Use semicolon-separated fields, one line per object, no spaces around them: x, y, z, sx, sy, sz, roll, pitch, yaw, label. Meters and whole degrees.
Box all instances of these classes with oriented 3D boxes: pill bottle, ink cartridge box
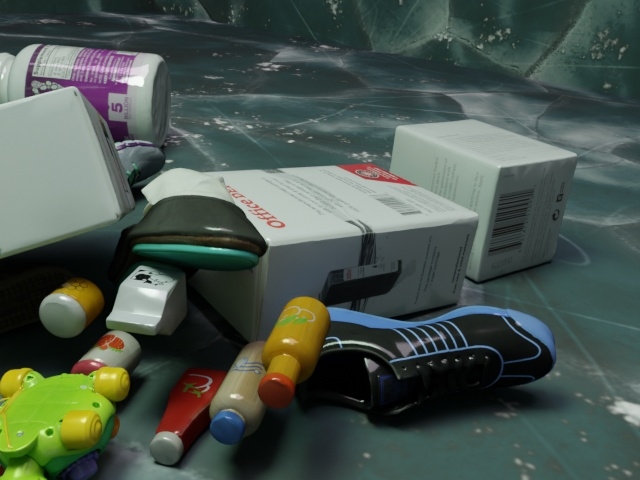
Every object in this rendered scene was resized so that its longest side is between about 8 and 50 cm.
-0.422;-0.247;1.173;0.302;0.169;0.169;4;24;-1;pill bottle
0.000;0.000;0.742;0.273;0.114;0.197;-6;26;-35;ink cartridge box
-0.294;-0.048;0.648;0.201;0.117;0.278;-18;8;-11;ink cartridge box

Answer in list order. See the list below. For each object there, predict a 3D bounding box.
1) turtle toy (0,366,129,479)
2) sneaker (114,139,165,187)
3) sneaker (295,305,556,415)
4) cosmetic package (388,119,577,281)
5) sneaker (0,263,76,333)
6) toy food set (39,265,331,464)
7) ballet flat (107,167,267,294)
-0.186;0.138;0.463;0.095;0.066;0.130;-2;24;8;turtle toy
-0.296;-0.070;0.939;0.224;0.083;0.098;-23;57;-40;sneaker
0.088;0.109;0.582;0.232;0.081;0.090;0;26;5;sneaker
0.201;-0.061;0.893;0.151;0.151;0.184;-11;30;-34;cosmetic package
-0.327;0.064;0.636;0.188;0.066;0.071;-9;7;-34;sneaker
-0.116;0.096;0.519;0.232;0.111;0.104;8;24;9;toy food set
-0.133;-0.009;0.614;0.095;0.096;0.280;13;-17;-31;ballet flat
